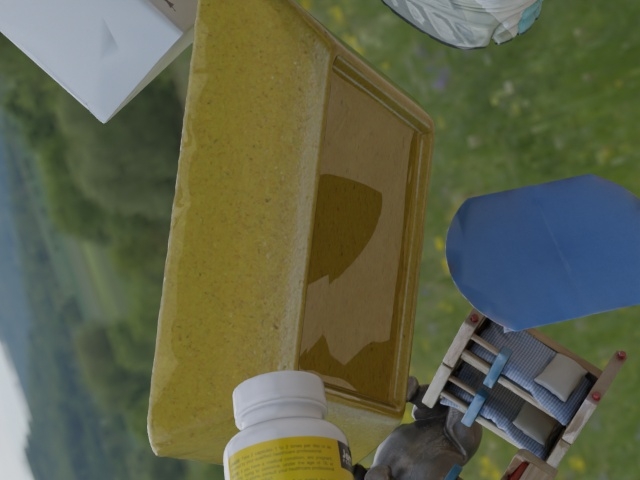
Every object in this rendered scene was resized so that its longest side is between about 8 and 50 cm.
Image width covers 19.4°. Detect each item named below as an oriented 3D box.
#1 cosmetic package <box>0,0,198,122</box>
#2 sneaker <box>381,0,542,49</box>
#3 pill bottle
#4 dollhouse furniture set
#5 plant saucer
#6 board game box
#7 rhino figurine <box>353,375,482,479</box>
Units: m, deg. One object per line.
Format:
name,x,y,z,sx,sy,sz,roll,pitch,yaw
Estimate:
cosmetic package,-0.188,-0.255,1.378,0.284,0.097,0.377,44,-160,-6
sneaker,0.028,-0.240,1.183,0.283,0.110,0.122,30,140,20
pill bottle,-0.014,0.127,0.927,0.065,0.065,0.116,82,179,-64
dollhouse furniture set,0.141,0.150,1.526,0.129,0.183,0.129,32,141,9
plant saucer,0.000,0.000,1.325,0.333,0.081,0.332,25,-111,-66
board game box,0.177,0.016,1.409,0.033,0.169,0.133,89,166,-49
rhino figurine,0.058,0.227,1.700,0.073,0.243,0.106,36,172,40
